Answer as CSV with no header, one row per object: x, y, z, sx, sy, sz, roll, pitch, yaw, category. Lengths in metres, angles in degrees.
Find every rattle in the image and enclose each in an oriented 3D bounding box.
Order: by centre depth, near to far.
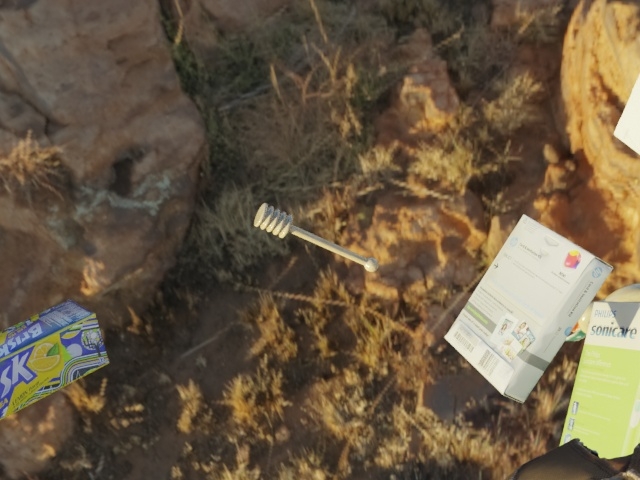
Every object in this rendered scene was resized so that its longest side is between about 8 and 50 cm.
0.435,0.147,1.265,0.200,0.130,0.142,-4,50,-1,rattle

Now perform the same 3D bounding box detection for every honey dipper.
0.000,0.000,1.025,0.161,0.030,0.030,23,56,-17,honey dipper

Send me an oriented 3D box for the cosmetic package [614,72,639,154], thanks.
0.565,-0.206,1.026,0.385,0.156,0.217,-39,66,-18,cosmetic package

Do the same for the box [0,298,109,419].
-0.285,0.119,0.803,0.169,0.059,0.054,-27,29,-35,box

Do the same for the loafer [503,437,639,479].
0.190,0.156,0.452,0.134,0.366,0.130,43,74,-9,loafer

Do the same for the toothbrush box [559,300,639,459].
0.392,0.222,1.036,0.122,0.206,0.283,15,83,-9,toothbrush box

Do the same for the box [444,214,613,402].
0.241,0.076,1.036,0.186,0.038,0.145,-60,28,8,box
